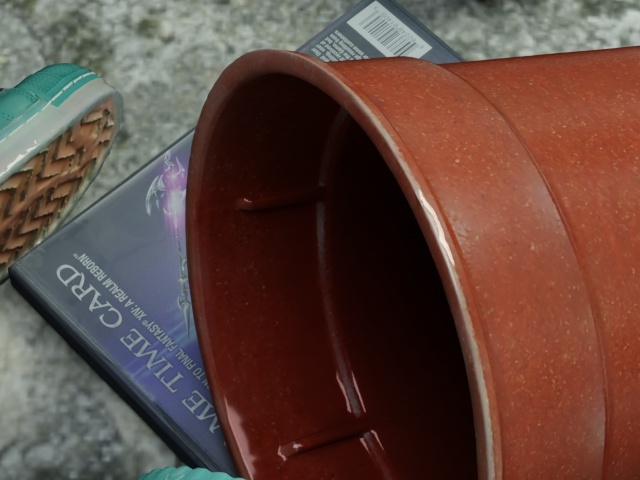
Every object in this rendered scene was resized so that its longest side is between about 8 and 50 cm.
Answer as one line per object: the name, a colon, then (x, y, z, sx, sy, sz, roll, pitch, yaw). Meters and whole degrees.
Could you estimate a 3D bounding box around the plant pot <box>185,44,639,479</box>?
plant pot: (0.113, 0.024, 0.912, 0.265, 0.272, 0.272, -13, 59, -26)

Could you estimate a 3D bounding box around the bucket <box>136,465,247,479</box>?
bucket: (-0.038, 0.236, 0.788, 0.281, 0.281, 0.183, 30, 60, 16)

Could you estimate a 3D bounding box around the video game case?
video game case: (0.000, 0.000, 1.060, 0.274, 0.026, 0.196, -39, 67, -20)

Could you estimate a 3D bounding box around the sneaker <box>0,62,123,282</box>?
sneaker: (-0.240, -0.008, 1.014, 0.121, 0.108, 0.302, 42, 69, 17)
